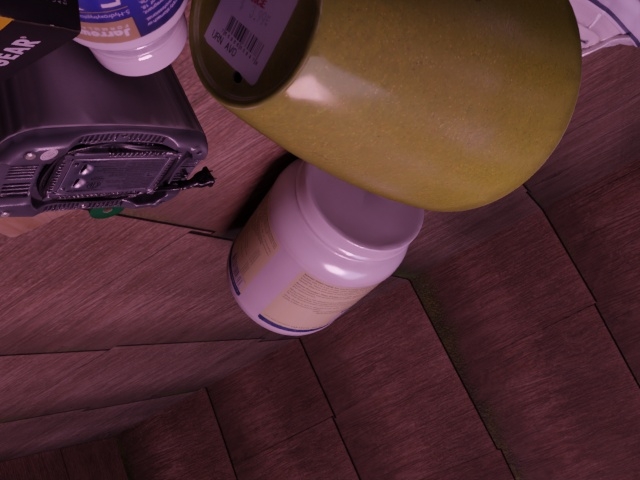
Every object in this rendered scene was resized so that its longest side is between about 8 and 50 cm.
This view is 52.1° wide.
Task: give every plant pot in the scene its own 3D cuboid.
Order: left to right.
[{"bbox_3d":[0.043,-0.162,0.574,0.275,0.274,0.294,-36,160,34],"label":"plant pot"}]

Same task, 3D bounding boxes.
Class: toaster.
[{"bbox_3d":[-0.208,-0.114,0.600,0.227,0.146,0.129,-9,158,-41],"label":"toaster"}]

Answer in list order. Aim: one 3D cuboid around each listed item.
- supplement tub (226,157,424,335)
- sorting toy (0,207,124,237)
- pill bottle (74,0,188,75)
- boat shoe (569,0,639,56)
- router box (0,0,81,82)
[{"bbox_3d":[0.000,0.000,1.082,0.235,0.235,0.325,-13,160,-33],"label":"supplement tub"},{"bbox_3d":[-0.338,-0.067,0.736,0.132,0.046,0.274,-25,164,2],"label":"sorting toy"},{"bbox_3d":[-0.154,-0.203,0.465,0.112,0.112,0.186,-23,163,-6],"label":"pill bottle"},{"bbox_3d":[0.284,-0.280,0.799,0.367,0.135,0.156,-2,152,-46],"label":"boat shoe"},{"bbox_3d":[-0.316,-0.121,0.349,0.309,0.081,0.243,-8,179,43],"label":"router box"}]
